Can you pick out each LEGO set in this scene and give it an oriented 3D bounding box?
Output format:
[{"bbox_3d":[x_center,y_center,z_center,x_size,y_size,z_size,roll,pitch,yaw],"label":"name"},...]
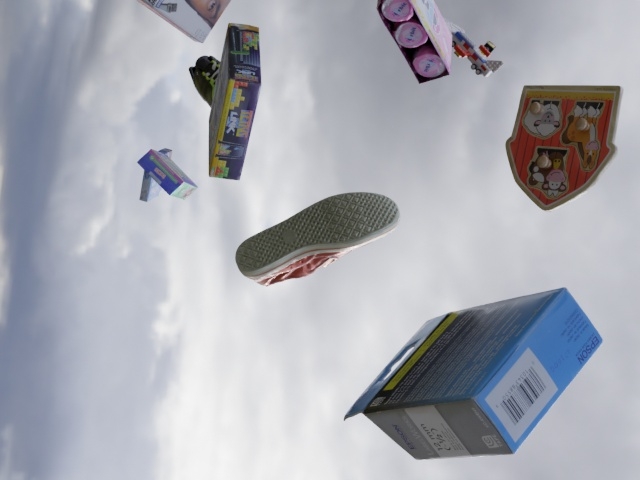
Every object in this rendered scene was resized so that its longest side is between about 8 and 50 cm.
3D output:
[{"bbox_3d":[0.256,-0.407,2.310,0.060,0.244,0.182,-49,-152,30],"label":"LEGO set"}]

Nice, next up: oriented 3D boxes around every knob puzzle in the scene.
[{"bbox_3d":[0.352,-0.140,1.784,0.213,0.030,0.213,-12,-109,39],"label":"knob puzzle"}]

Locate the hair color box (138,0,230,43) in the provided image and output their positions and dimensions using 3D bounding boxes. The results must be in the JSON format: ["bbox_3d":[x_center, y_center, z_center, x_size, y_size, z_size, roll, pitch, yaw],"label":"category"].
[{"bbox_3d":[-0.245,-0.415,2.003,0.093,0.167,0.053,-57,-153,0],"label":"hair color box"}]

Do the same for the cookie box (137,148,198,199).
[{"bbox_3d":[-0.284,-0.122,2.232,0.040,0.092,0.107,-45,172,5],"label":"cookie box"}]

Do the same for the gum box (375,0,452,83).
[{"bbox_3d":[0.160,-0.376,2.043,0.062,0.188,0.107,-15,-137,24],"label":"gum box"}]

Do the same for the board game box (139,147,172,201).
[{"bbox_3d":[-0.324,-0.129,2.355,0.090,0.020,0.090,-44,150,-66],"label":"board game box"}]

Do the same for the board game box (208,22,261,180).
[{"bbox_3d":[-0.120,-0.193,1.666,0.141,0.048,0.170,-97,-162,-46],"label":"board game box"}]

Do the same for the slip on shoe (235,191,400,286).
[{"bbox_3d":[0.000,0.000,2.311,0.101,0.331,0.123,52,18,-55],"label":"slip on shoe"}]

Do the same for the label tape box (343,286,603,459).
[{"bbox_3d":[0.222,0.211,1.817,0.249,0.115,0.348,-44,-169,-31],"label":"label tape box"}]

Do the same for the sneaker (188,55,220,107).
[{"bbox_3d":[-0.215,-0.315,2.359,0.084,0.097,0.235,-42,-161,-11],"label":"sneaker"}]
